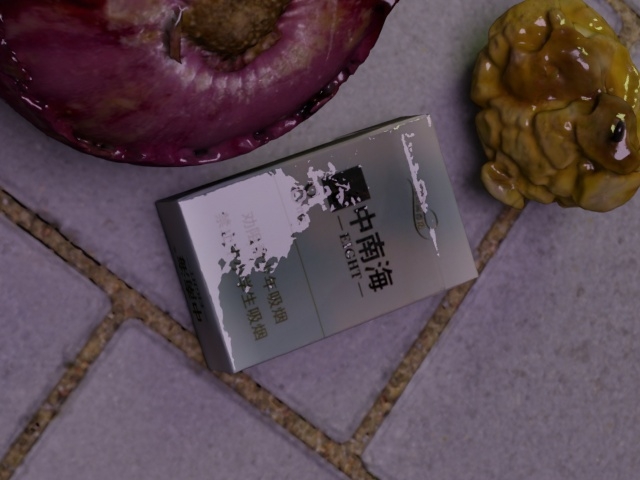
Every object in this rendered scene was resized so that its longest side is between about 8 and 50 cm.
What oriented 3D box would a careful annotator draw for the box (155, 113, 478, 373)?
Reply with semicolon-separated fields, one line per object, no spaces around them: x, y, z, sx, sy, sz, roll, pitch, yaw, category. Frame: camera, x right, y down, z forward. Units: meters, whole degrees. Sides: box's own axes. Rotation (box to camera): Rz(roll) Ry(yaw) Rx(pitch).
0.000;0.000;1.409;0.243;0.067;0.155;-19;99;-22;box

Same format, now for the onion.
-0.109;-0.231;1.258;0.358;0.345;0.358;-5;107;-16;onion

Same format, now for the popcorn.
0.211;-0.110;1.467;0.140;0.163;0.194;-9;61;-41;popcorn
